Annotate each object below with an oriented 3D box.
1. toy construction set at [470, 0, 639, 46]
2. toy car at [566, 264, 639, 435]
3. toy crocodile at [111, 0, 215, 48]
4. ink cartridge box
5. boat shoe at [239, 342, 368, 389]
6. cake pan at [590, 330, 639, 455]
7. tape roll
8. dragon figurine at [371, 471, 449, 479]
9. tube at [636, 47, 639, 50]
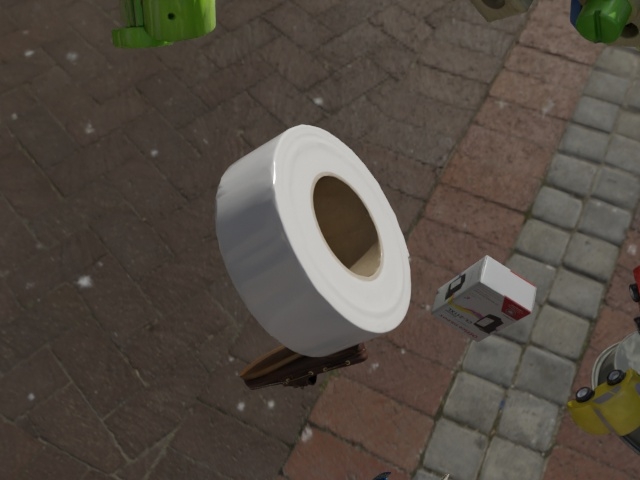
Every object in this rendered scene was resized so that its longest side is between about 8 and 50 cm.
[{"bbox_3d":[0.203,-0.255,0.458,0.328,0.215,0.151,-50,46,-5],"label":"toy construction set"},{"bbox_3d":[0.427,0.159,0.805,0.225,0.239,0.053,18,24,3],"label":"toy car"},{"bbox_3d":[-0.222,-0.313,0.934,0.105,0.115,0.340,-8,19,-19],"label":"toy crocodile"},{"bbox_3d":[0.329,0.124,1.444,0.127,0.175,0.072,31,53,-10],"label":"ink cartridge box"},{"bbox_3d":[-0.027,0.186,1.057,0.207,0.073,0.073,-26,11,27],"label":"boat shoe"},{"bbox_3d":[0.561,0.234,1.062,0.293,0.054,0.293,4,36,-3],"label":"cake pan"},{"bbox_3d":[0.000,0.000,0.908,0.100,0.286,0.286,-27,50,30],"label":"tape roll"},{"bbox_3d":[0.113,0.509,1.378,0.085,0.289,0.144,-9,51,-52],"label":"dragon figurine"},{"bbox_3d":[0.489,-0.323,0.931,0.070,0.240,0.062,-16,78,-1],"label":"tube"}]
